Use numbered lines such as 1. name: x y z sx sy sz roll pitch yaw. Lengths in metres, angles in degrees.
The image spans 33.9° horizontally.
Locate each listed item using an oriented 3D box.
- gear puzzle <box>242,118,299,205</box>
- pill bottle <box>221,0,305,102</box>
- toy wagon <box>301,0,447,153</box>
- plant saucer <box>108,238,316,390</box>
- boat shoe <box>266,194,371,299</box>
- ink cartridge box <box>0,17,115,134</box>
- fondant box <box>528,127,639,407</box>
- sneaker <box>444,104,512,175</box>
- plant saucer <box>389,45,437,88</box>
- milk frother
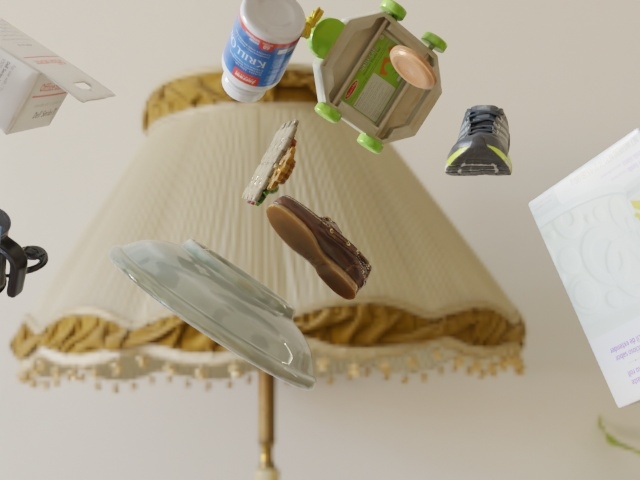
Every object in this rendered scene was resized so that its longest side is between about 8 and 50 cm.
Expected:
1. gear puzzle: -0.076 -0.139 1.962 0.044 0.175 0.339 29 -1 -10
2. pill bottle: -0.116 -0.358 1.975 0.124 0.124 0.221 2 -29 -19
3. toy wagon: 0.092 -0.349 2.102 0.344 0.267 0.068 33 -1 -28
4. plant saucer: -0.153 0.095 1.715 0.400 0.100 0.400 35 -2 1
5. boat shoe: 0.000 0.000 1.645 0.073 0.073 0.207 -9 -51 52
6. ink cartridge box: -0.524 -0.277 1.673 0.354 0.119 0.207 33 11 -1
7. fondant box: 0.456 0.037 1.460 0.096 0.330 0.238 -11 -18 -35
8. sneaker: 0.268 -0.170 1.772 0.111 0.121 0.300 -1 3 10
9. plant saucer: 0.136 -0.255 1.563 0.083 0.013 0.083 38 -15 12
10. milk frother: -0.508 0.008 1.680 0.129 0.143 0.134 19 -49 -1
